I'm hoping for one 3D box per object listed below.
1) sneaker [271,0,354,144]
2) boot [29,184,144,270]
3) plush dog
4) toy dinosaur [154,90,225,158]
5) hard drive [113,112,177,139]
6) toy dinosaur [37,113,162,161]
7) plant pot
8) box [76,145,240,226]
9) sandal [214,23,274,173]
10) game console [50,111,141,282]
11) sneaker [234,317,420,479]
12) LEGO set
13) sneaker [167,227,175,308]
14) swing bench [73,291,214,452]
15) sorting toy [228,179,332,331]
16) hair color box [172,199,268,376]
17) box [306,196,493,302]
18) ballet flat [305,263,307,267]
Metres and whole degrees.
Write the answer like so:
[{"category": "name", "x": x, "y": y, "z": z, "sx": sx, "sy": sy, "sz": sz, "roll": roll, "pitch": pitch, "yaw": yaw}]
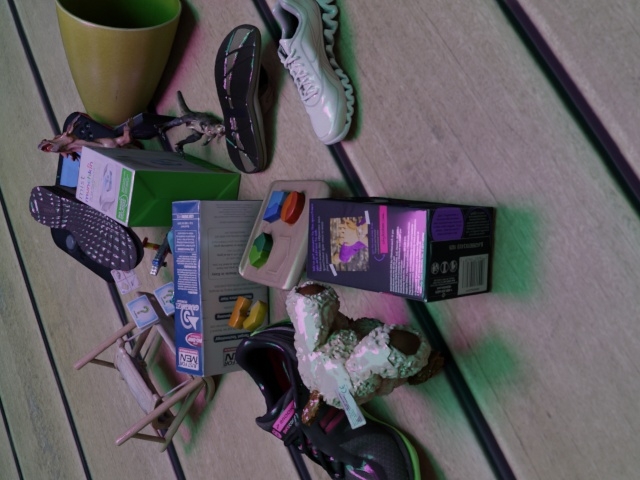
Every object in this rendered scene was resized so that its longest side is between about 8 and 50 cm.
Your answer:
[{"category": "sneaker", "x": -0.020, "y": -0.315, "z": 1.605, "sx": 0.110, "sy": 0.118, "sz": 0.292, "roll": -21, "pitch": 78, "yaw": 45}, {"category": "boot", "x": -0.471, "y": -0.057, "z": 1.986, "sx": 0.338, "sy": 0.223, "sz": 0.118, "roll": 32, "pitch": 115, "yaw": 24}, {"category": "plush dog", "x": 0.069, "y": 0.200, "z": 1.450, "sx": 0.262, "sy": 0.225, "sz": 0.210, "roll": 25, "pitch": 102, "yaw": 31}, {"category": "toy dinosaur", "x": -0.290, "y": -0.251, "z": 1.926, "sx": 0.268, "sy": 0.118, "sz": 0.064, "roll": 34, "pitch": 158, "yaw": 45}, {"category": "hard drive", "x": -0.412, "y": -0.267, "z": 2.056, "sx": 0.135, "sy": 0.094, "sz": 0.022, "roll": -15, "pitch": 77, "yaw": 47}, {"category": "toy dinosaur", "x": -0.496, "y": -0.201, "z": 2.038, "sx": 0.200, "sy": 0.295, "sz": 0.127, "roll": 9, "pitch": 74, "yaw": 23}, {"category": "plant pot", "x": -0.472, "y": -0.423, "z": 2.020, "sx": 0.275, "sy": 0.275, "sz": 0.293, "roll": 49, "pitch": 140, "yaw": 35}, {"category": "box", "x": -0.349, "y": -0.113, "z": 1.871, "sx": 0.231, "sy": 0.262, "sz": 0.126, "roll": 25, "pitch": 109, "yaw": 46}, {"category": "sandal", "x": -0.144, "y": -0.288, "z": 1.775, "sx": 0.120, "sy": 0.086, "sz": 0.302, "roll": 19, "pitch": 121, "yaw": 40}, {"category": "game console", "x": -0.599, "y": -0.121, "z": 2.300, "sx": 0.342, "sy": 0.060, "sz": 0.386, "roll": 29, "pitch": 114, "yaw": 44}, {"category": "sneaker", "x": -0.002, "y": 0.341, "z": 1.549, "sx": 0.483, "sy": 0.202, "sz": 0.185, "roll": 48, "pitch": 126, "yaw": 35}, {"category": "LEGO set", "x": -0.377, "y": 0.064, "z": 1.978, "sx": 0.244, "sy": 0.182, "sz": 0.060, "roll": 55, "pitch": 163, "yaw": 33}, {"category": "sneaker", "x": -0.268, "y": 0.101, "z": 1.859, "sx": 0.107, "sy": 0.110, "sz": 0.275, "roll": -5, "pitch": 106, "yaw": 41}, {"category": "swing bench", "x": -0.383, "y": 0.298, "z": 1.993, "sx": 0.254, "sy": 0.165, "sz": 0.253, "roll": -47, "pitch": 54, "yaw": 11}, {"category": "sorting toy", "x": -0.094, "y": 0.026, "z": 1.651, "sx": 0.229, "sy": 0.041, "sz": 0.307, "roll": 10, "pitch": 78, "yaw": 62}, {"category": "hair color box", "x": -0.203, "y": 0.091, "z": 1.782, "sx": 0.105, "sy": 0.174, "sz": 0.347, "roll": 0, "pitch": 91, "yaw": 48}, {"category": "box", "x": 0.124, "y": 0.007, "z": 1.421, "sx": 0.270, "sy": 0.165, "sz": 0.143, "roll": 9, "pitch": 99, "yaw": 48}, {"category": "ballet flat", "x": 0.000, "y": 0.000, "z": 1.646, "sx": 0.068, "sy": 0.072, "sz": 0.213, "roll": 50, "pitch": 133, "yaw": -1}]
